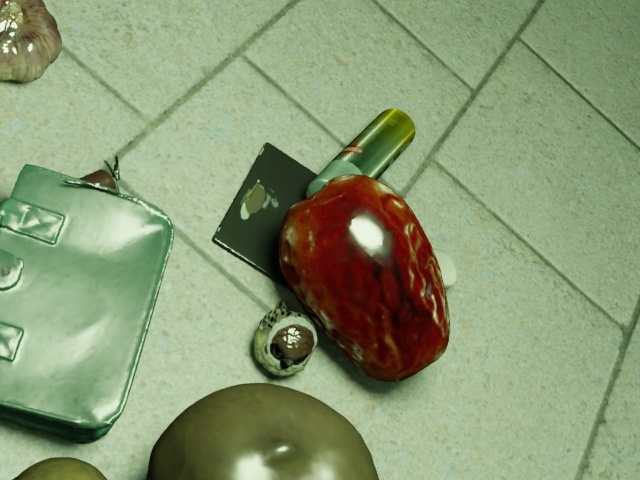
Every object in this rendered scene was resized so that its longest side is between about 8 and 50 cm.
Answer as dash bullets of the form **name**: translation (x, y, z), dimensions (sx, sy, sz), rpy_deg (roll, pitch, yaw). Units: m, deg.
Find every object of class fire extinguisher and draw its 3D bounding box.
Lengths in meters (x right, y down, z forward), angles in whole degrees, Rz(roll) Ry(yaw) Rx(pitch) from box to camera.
- **fire extinguisher**: translation (-0.347, -0.062, 1.328), dimensions (0.157, 0.045, 0.078), rpy_deg (-32, 110, -42)

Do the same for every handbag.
- **handbag**: translation (-0.336, 0.079, 1.186), dimensions (0.238, 0.089, 0.326), rpy_deg (20, 63, -16)

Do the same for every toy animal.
- **toy animal**: translation (-0.048, 0.133, 1.360), dimensions (0.098, 0.098, 0.137), rpy_deg (21, 53, -20)

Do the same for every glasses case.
- **glasses case**: translation (0.152, 0.050, 1.553), dimensions (0.193, 0.049, 0.074), rpy_deg (0, 63, -31)

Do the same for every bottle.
- **bottle**: translation (0.075, -0.138, 1.603), dimensions (0.082, 0.082, 0.286), rpy_deg (44, 45, -2)

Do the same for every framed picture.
- **framed picture**: translation (0.000, 0.000, 1.528), dimensions (0.324, 0.013, 0.244), rpy_deg (33, 49, -11)

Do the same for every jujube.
- **jujube**: translation (0.071, 0.058, 1.395), dimensions (0.223, 0.223, 0.318), rpy_deg (-34, 96, -41)

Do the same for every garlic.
- **garlic**: translation (-0.462, -0.314, 1.366), dimensions (0.147, 0.102, 0.159), rpy_deg (19, 54, -23)

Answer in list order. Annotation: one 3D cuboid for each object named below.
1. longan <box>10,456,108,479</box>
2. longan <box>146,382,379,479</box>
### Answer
- **longan**: translation (-0.312, 0.333, 1.020), dimensions (0.167, 0.167, 0.187), rpy_deg (34, 57, -11)
- **longan**: translation (-0.073, 0.314, 1.114), dimensions (0.297, 0.297, 0.297), rpy_deg (16, 55, -24)
